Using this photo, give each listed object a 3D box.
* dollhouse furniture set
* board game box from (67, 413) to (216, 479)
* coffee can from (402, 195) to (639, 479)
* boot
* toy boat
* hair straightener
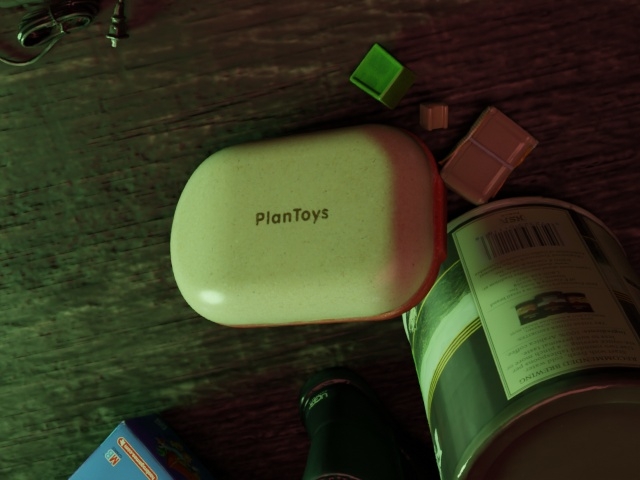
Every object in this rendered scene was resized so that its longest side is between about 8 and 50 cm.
[{"bbox_3d":[0.095,-0.095,0.933,0.152,0.058,0.076,30,101,-31],"label":"dollhouse furniture set"},{"bbox_3d":[-0.120,0.356,0.982,0.233,0.078,0.347,-45,78,7],"label":"board game box"},{"bbox_3d":[0.177,0.113,0.866,0.202,0.275,0.201,-1,117,-2],"label":"coffee can"},{"bbox_3d":[0.065,0.240,0.963,0.094,0.207,0.246,-36,108,12],"label":"boot"},{"bbox_3d":[0.000,0.000,0.913,0.231,0.151,0.151,-5,73,24],"label":"toy boat"},{"bbox_3d":[-0.184,-0.186,0.883,0.230,0.047,0.089,-21,109,8],"label":"hair straightener"}]
